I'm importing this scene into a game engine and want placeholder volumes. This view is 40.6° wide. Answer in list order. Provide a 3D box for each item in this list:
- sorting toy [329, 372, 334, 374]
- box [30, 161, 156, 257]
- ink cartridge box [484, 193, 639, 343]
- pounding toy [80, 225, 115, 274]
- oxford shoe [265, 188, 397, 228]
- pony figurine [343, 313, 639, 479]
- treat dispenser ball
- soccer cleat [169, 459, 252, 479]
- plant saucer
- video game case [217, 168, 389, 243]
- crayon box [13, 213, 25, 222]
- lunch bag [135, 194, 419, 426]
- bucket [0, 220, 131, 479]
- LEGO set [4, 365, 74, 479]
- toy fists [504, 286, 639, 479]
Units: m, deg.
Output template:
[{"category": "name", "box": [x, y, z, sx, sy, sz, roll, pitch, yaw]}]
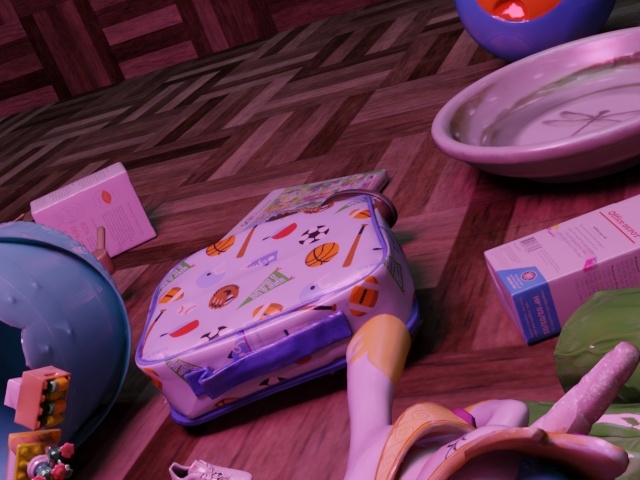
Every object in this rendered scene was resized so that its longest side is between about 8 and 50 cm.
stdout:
[{"category": "sorting toy", "box": [0.016, 0.113, 0.933, 0.062, 0.012, 0.083, -31, 24, -19]}, {"category": "box", "box": [-0.390, -0.037, 1.485, 0.170, 0.130, 0.091, -26, 22, -11]}, {"category": "ink cartridge box", "box": [0.264, 0.023, 0.843, 0.181, 0.062, 0.104, -21, 23, 4]}, {"category": "pounding toy", "box": [-0.371, 0.063, 1.290, 0.206, 0.094, 0.181, -2, 30, 39]}, {"category": "oxford shoe", "box": [0.000, 0.000, 1.124, 0.227, 0.083, 0.096, -21, 21, 36]}, {"category": "pony figurine", "box": [-0.001, 0.187, 0.441, 0.351, 0.302, 0.363, -51, 1, -5]}, {"category": "treat dispenser ball", "box": [0.379, -0.459, 1.528, 0.288, 0.288, 0.288, -19, 23, 8]}, {"category": "soccer cleat", "box": [-0.100, 0.214, 0.780, 0.083, 0.036, 0.029, -9, 25, 29]}, {"category": "plant saucer", "box": [0.350, -0.167, 1.144, 0.400, 0.101, 0.400, -19, 22, 8]}, {"category": "video game case", "box": [-0.024, -0.044, 1.299, 0.212, 0.023, 0.193, -8, 24, 30]}, {"category": "crayon box", "box": [-0.526, 0.094, 1.153, 0.319, 0.081, 0.202, -52, 4, 33]}, {"category": "lunch bag", "box": [-0.051, 0.075, 0.929, 0.303, 0.115, 0.243, -24, 25, 7]}, {"category": "bucket", "box": [-0.349, 0.119, 0.924, 0.281, 0.281, 0.183, -12, 16, 24]}, {"category": "LEGO set", "box": [-0.268, 0.254, 0.720, 0.107, 0.132, 0.287, 20, 68, 51]}, {"category": "toy fists", "box": [0.220, 0.127, 0.615, 0.279, 0.096, 0.142, -38, 15, -31]}]
